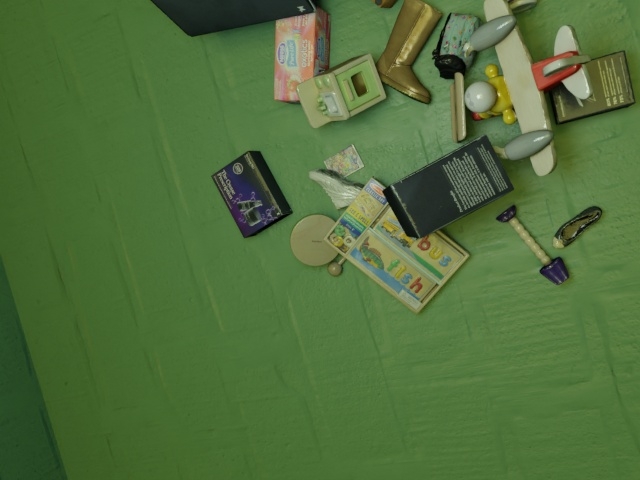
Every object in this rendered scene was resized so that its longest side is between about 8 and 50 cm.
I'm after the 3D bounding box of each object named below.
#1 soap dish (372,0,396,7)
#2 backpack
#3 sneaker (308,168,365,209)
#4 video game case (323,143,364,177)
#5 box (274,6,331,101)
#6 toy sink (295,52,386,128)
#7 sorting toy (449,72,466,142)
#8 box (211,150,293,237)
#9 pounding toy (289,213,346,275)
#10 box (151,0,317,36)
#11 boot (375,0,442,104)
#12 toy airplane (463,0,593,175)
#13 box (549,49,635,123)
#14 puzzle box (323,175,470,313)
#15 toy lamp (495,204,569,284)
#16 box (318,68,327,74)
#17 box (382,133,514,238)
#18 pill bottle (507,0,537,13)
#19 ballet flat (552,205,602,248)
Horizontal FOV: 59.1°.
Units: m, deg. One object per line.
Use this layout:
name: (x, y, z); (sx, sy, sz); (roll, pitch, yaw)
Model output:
soap dish: (0.156, -0.869, 1.701); (0.291, 0.118, 0.229); (39, 142, -8)
backpack: (0.418, -0.595, 1.715); (0.115, 0.152, 0.182); (17, 89, 20)
sneaker: (0.055, -0.164, 1.929); (0.232, 0.090, 0.115); (27, 114, 9)
video game case: (0.082, -0.265, 1.951); (0.122, 0.011, 0.087); (-28, 87, 22)
box: (-0.059, -0.610, 1.880); (0.142, 0.154, 0.299); (5, 100, 20)
toy sink: (0.066, -0.468, 1.782); (0.234, 0.131, 0.152); (-30, 111, -19)
sorting toy: (0.421, -0.395, 1.703); (0.038, 0.208, 0.193); (-4, 96, 9)
box: (-0.248, -0.167, 2.044); (0.184, 0.103, 0.261); (-30, 86, 19)
pounding toy: (0.000, 0.000, 1.987); (0.237, 0.110, 0.183); (31, 97, -16)
box: (-0.265, -0.950, 1.757); (0.480, 0.297, 0.471); (-2, 78, 22)
boot: (0.304, -0.597, 1.780); (0.236, 0.089, 0.269); (33, 106, 13)
toy airplane: (0.529, -0.413, 1.534); (0.384, 0.272, 0.386); (88, 159, -45)
box: (0.768, -0.432, 1.616); (0.207, 0.108, 0.153); (-11, 94, 22)
puzzle box: (0.248, 0.017, 1.864); (0.409, 0.052, 0.272); (38, 106, 1)
toy lamp: (0.657, 0.016, 1.738); (0.080, 0.080, 0.274); (-41, 84, 21)
box: (0.023, -0.481, 1.886); (0.029, 0.116, 0.162); (5, 99, 22)
box: (0.357, -0.146, 1.654); (0.294, 0.296, 0.182); (-27, 91, 3)
pill bottle: (0.569, -0.761, 1.651); (0.094, 0.094, 0.169); (-13, 93, 22)
ballet flat: (0.769, -0.041, 1.702); (0.057, 0.049, 0.173); (46, 110, 10)
